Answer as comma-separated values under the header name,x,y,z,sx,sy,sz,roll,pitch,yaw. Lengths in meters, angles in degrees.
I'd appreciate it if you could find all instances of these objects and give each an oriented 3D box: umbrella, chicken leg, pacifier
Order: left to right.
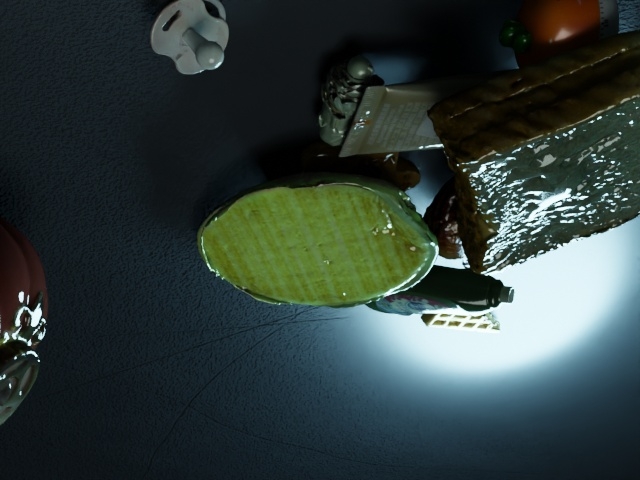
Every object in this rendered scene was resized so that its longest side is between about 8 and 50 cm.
name,x,y,z,sx,sy,sz,roll,pitch,yaw
pacifier,-0.121,-0.202,1.412,0.081,0.078,0.099,-47,141,6
umbrella,0.030,-0.156,1.566,0.067,0.062,0.143,12,147,-8
chicken leg,0.213,-0.047,1.803,0.177,0.083,0.322,-10,147,-34

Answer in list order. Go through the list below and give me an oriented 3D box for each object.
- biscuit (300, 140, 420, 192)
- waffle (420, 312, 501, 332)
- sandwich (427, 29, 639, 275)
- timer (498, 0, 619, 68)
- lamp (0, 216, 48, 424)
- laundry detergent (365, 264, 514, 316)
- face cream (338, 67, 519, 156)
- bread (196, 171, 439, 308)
name,x,y,z,sx,sy,sz,roll,pitch,yaw
biscuit,0.037,-0.051,1.752,0.180,0.039,0.236,-14,150,-6
waffle,0.232,0.102,2.083,0.153,0.023,0.097,8,141,-31
sandwich,0.271,-0.092,1.566,0.271,0.099,0.301,-19,151,2
timer,0.252,-0.226,1.529,0.136,0.099,0.136,-5,136,-5
lamp,-0.439,0.097,1.546,0.303,0.257,0.303,-51,165,-20
laundry detergent,0.161,0.069,1.879,0.211,0.063,0.137,3,159,27
face cream,0.194,-0.152,1.607,0.341,0.084,0.137,-8,154,-18
bread,-0.004,0.002,1.743,0.301,0.045,0.301,0,147,0
